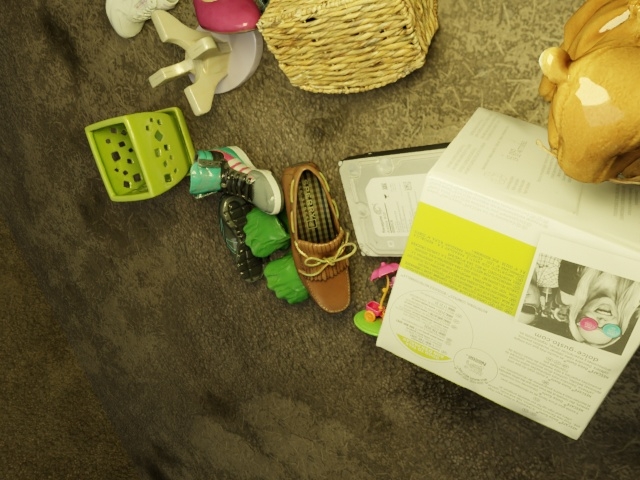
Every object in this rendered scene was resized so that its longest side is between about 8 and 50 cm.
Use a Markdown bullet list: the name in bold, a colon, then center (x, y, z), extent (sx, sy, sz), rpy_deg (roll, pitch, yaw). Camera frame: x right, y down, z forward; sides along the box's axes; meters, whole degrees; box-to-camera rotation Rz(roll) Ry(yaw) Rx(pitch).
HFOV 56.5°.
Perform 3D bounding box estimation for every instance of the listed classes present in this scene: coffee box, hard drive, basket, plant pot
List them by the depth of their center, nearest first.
- **coffee box**: center (0.329, 0.032, 0.962), extent (0.338, 0.337, 0.334), rpy_deg (23, 126, 17)
- **basket**: center (0.070, -0.431, 1.138), extent (0.299, 0.223, 0.213), rpy_deg (-3, 145, 30)
- **hard drive**: center (0.207, -0.080, 1.265), extent (0.339, 0.064, 0.236), rpy_deg (1, 112, 42)
- **plant pot**: center (-0.485, -0.250, 1.672), extent (0.228, 0.207, 0.227), rpy_deg (0, 112, 41)

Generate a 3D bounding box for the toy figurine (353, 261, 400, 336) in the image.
- **toy figurine**: center (0.169, 0.132, 1.382), extent (0.173, 0.130, 0.159), rpy_deg (20, 115, 31)

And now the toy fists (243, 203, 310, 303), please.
- **toy fists**: center (-0.104, 0.033, 1.576), extent (0.142, 0.096, 0.279), rpy_deg (-26, 93, 33)

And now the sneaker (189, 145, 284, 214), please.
- **sneaker**: center (-0.231, -0.146, 1.476), extent (0.295, 0.178, 0.123), rpy_deg (40, 132, 41)

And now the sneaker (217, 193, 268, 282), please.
- **sneaker**: center (-0.221, -0.011, 1.671), extent (0.106, 0.101, 0.267), rpy_deg (22, 130, 58)

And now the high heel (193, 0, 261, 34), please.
- **high heel**: center (-0.223, -0.559, 1.257), extent (0.377, 0.127, 0.181), rpy_deg (47, 149, 46)

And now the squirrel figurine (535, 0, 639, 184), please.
- **squirrel figurine**: center (0.422, -0.257, 0.760), extent (0.281, 0.370, 0.397), rpy_deg (36, 131, 22)

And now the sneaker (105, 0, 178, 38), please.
- **sneaker**: center (-0.447, -0.612, 1.507), extent (0.152, 0.114, 0.305), rpy_deg (53, 136, 7)

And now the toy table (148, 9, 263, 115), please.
- **toy table**: center (-0.285, -0.439, 1.430), extent (0.274, 0.161, 0.252), rpy_deg (-31, 91, 47)

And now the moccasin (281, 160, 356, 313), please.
- **moccasin**: center (0.003, -0.001, 1.420), extent (0.147, 0.139, 0.379), rpy_deg (-132, 33, -73)

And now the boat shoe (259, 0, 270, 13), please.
- **boat shoe**: center (-0.098, -0.502, 1.282), extent (0.109, 0.089, 0.258), rpy_deg (-35, 88, 46)
